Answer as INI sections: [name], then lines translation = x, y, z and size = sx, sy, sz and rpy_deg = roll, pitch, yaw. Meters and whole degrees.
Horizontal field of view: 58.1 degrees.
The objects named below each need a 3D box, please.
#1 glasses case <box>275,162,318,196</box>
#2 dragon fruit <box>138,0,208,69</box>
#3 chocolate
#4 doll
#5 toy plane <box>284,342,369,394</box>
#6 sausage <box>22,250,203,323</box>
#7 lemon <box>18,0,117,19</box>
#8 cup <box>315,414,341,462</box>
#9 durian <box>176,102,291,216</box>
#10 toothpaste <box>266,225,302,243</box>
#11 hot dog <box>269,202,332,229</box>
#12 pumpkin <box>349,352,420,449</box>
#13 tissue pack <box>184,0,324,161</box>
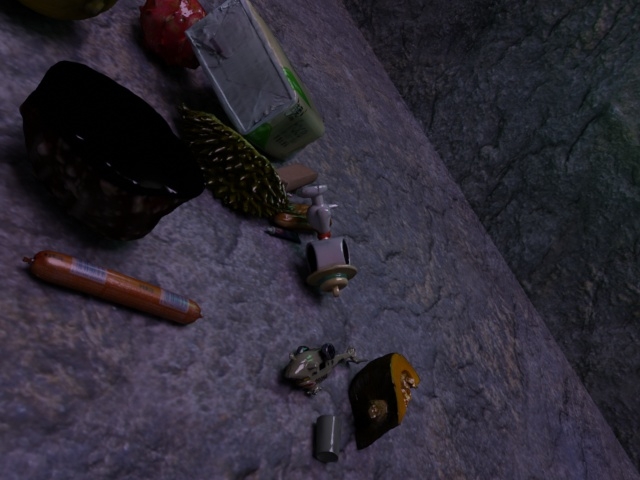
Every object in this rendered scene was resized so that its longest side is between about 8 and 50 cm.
[glasses case]
translation = -0.100, -0.179, 1.714
size = 0.102, 0.070, 0.193
rpy_deg = 29, 26, 17
[dragon fruit]
translation = -0.410, -0.607, 1.611
size = 0.268, 0.210, 0.205
rpy_deg = 60, -10, 10
[chocolate]
translation = -0.406, -0.140, 1.076
size = 0.340, 0.210, 0.225
rpy_deg = 44, 34, -5
[doll]
translation = 0.001, -0.005, 1.512
size = 0.208, 0.144, 0.271
rpy_deg = -118, -164, -67
[toy plane]
translation = 0.014, 0.284, 1.327
size = 0.286, 0.092, 0.108
rpy_deg = -7, 85, -57
[sausage]
translation = -0.359, 0.089, 1.041
size = 0.348, 0.053, 0.053
rpy_deg = 27, 37, -38
[lemon]
translation = -0.579, -0.664, 1.281
size = 0.364, 0.364, 0.364
rpy_deg = 35, 33, -27
[cup]
translation = 0.015, 0.423, 1.214
size = 0.054, 0.075, 0.083
rpy_deg = 8, 42, -2
[durian]
translation = -0.221, -0.221, 1.486
size = 0.394, 0.163, 0.198
rpy_deg = 43, 29, 4
[toothpaste]
translation = -0.098, -0.018, 1.567
size = 0.140, 0.021, 0.037
rpy_deg = 16, 46, -50
[hot dog]
translation = -0.051, -0.064, 1.635
size = 0.236, 0.062, 0.092
rpy_deg = 6, 38, -46
[pumpkin]
translation = 0.138, 0.363, 1.369
size = 0.126, 0.131, 0.248
rpy_deg = 59, 24, -5
[tissue pack]
translation = -0.161, -0.428, 1.605
size = 0.332, 0.205, 0.405
rpy_deg = 60, 7, 7
